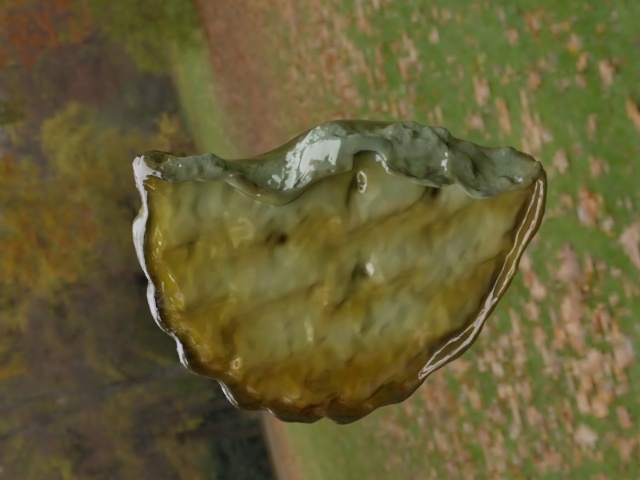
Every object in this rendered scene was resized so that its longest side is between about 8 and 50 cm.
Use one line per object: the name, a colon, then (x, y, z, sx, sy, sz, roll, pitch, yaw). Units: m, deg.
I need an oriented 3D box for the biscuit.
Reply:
biscuit: (0.000, 0.000, 1.126, 0.335, 0.329, 0.078, 34, -163, -27)
